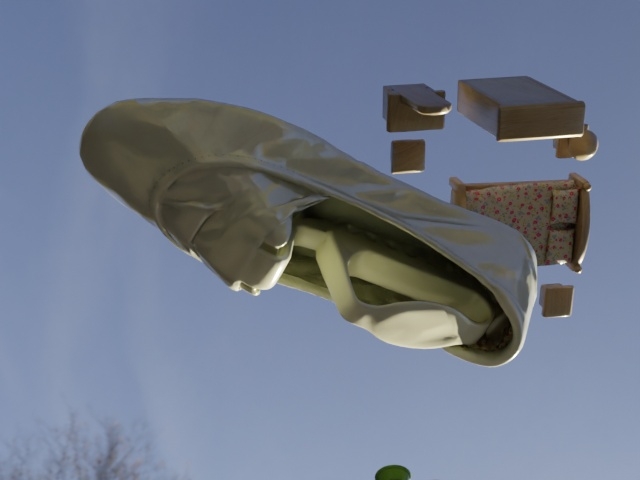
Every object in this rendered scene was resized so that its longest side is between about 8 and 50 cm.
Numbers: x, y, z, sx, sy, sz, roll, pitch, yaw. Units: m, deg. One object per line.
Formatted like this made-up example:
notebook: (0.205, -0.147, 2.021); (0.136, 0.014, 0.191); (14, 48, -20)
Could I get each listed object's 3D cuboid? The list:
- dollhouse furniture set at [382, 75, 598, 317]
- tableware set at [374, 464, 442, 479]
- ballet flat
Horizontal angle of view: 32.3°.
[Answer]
dollhouse furniture set: (0.240, -0.029, 1.499); (0.303, 0.174, 0.356); (-4, -70, -12)
tableware set: (0.113, 0.279, 1.150); (0.154, 0.024, 0.104); (21, -56, -16)
ballet flat: (0.000, 0.000, 0.873); (0.400, 0.139, 0.139); (20, -43, -14)
